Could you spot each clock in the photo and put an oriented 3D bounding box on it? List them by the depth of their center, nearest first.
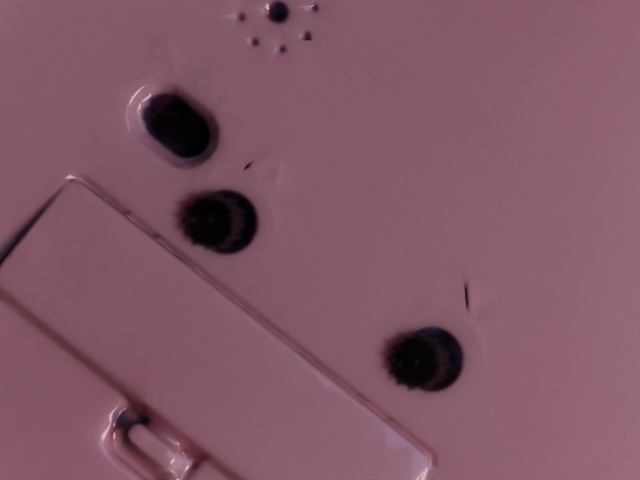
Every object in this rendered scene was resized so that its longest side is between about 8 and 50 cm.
[{"bbox_3d":[0.000,0.000,0.392,0.196,0.068,0.197,0,88,2],"label":"clock"}]
